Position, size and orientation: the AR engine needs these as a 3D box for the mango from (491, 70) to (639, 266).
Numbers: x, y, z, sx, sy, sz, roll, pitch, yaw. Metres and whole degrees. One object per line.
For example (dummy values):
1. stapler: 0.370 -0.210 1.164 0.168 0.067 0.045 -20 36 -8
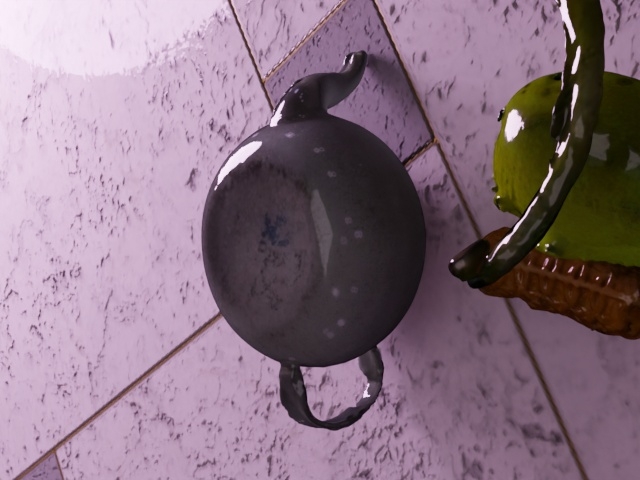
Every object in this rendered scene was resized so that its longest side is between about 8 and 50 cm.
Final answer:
1. mango: 0.189 -0.042 0.817 0.178 0.100 0.119 26 134 34

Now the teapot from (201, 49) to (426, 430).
1. teapot: 0.000 0.000 1.004 0.193 0.129 0.294 -4 92 47

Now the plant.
1. plant: 0.152 -0.169 0.788 0.251 0.180 0.333 -31 73 32

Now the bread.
1. bread: 0.167 0.027 0.881 0.157 0.044 0.052 17 108 46
